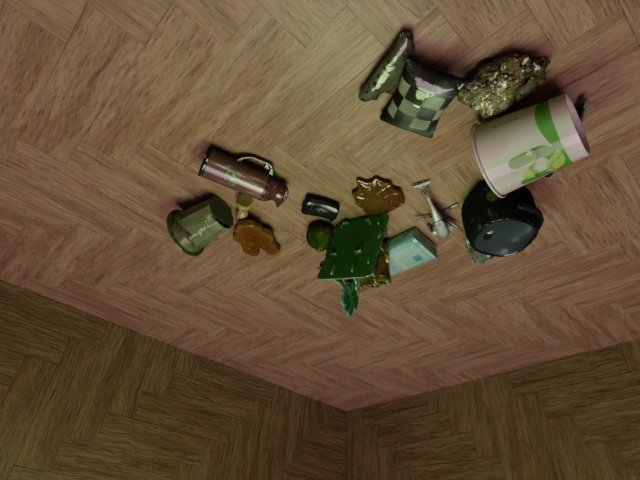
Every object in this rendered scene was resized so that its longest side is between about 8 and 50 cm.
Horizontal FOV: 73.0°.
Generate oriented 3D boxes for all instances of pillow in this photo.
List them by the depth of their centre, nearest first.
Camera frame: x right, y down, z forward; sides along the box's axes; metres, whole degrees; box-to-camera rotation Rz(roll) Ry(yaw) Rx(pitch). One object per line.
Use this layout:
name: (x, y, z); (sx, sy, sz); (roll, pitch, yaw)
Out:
pillow: (0.206, -0.488, 1.255); (0.093, 0.051, 0.241); (14, 140, -26)
pillow: (0.297, -0.415, 1.279); (0.185, 0.106, 0.250); (20, 153, -3)

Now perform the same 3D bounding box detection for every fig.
fig: (0.000, 0.000, 1.807); (0.123, 0.156, 0.123); (1, 136, 1)

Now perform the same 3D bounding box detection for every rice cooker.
rice cooker: (0.655, -0.086, 1.583); (0.266, 0.225, 0.267); (3, 140, 2)

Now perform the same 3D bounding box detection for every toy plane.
toy plane: (0.451, -0.110, 1.669); (0.181, 0.107, 0.273); (-8, 136, 7)

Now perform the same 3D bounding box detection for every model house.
model house: (0.186, 0.126, 1.732); (0.242, 0.358, 0.313); (-10, 129, 31)

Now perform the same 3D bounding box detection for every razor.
razor: (0.002, -0.129, 1.722); (0.147, 0.054, 0.090); (14, 141, -13)

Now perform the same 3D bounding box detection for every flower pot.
flower pot: (-0.473, -0.066, 1.740); (0.202, 0.213, 0.212); (-25, 134, 21)

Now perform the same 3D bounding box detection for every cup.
cup: (0.624, -0.287, 1.288); (0.273, 0.254, 0.253); (-21, 135, 37)

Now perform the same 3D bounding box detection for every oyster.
oyster: (0.519, -0.449, 1.248); (0.259, 0.092, 0.198); (4, 146, -4)
oyster: (0.667, 0.017, 1.821); (0.251, 0.087, 0.199); (11, 132, -20)

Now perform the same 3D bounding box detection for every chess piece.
chess piece: (-0.314, -0.130, 1.751); (0.065, 0.066, 0.122); (13, 147, -11)

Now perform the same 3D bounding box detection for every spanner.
spanner: (0.779, -0.320, 1.411); (0.095, 0.040, 0.325); (-9, 145, 6)

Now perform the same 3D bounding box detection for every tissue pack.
tissue pack: (0.354, 0.057, 1.902); (0.263, 0.089, 0.177); (-26, 130, 36)

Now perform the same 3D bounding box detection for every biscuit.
biscuit: (0.211, -0.172, 1.666); (0.215, 0.034, 0.182); (33, 133, -31)
biscuit: (-0.283, -0.011, 1.884); (0.185, 0.044, 0.295); (-4, 152, 4)

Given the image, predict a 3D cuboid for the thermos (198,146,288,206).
thermos: (-0.265, -0.236, 1.587); (0.329, 0.137, 0.109); (22, 166, -21)

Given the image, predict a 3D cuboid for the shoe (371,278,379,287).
shoe: (0.210, 0.135, 1.997); (0.240, 0.108, 0.093); (23, 142, -17)
